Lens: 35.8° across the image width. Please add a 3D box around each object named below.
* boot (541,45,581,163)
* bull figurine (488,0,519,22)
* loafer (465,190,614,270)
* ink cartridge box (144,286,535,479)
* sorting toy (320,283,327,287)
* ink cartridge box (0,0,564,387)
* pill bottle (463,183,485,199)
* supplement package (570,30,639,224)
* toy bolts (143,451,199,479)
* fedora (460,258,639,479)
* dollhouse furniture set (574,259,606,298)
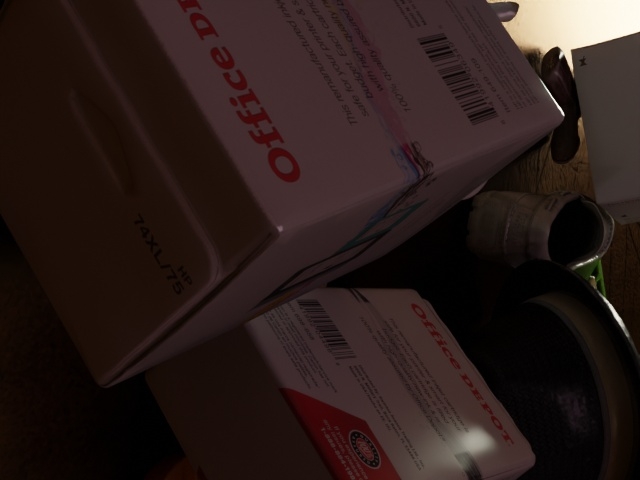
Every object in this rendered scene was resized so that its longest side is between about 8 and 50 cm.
[{"bbox_3d":[0.289,-0.165,1.205,0.114,0.037,0.106,52,46,-50],"label":"boot"},{"bbox_3d":[0.109,-0.298,0.857,0.188,0.101,0.310,35,76,-24],"label":"bull figurine"},{"bbox_3d":[0.291,-0.005,1.191,0.319,0.112,0.112,-3,102,-53],"label":"loafer"},{"bbox_3d":[0.026,0.144,0.797,0.114,0.197,0.273,-47,152,26],"label":"ink cartridge box"},{"bbox_3d":[0.000,0.000,0.886,0.062,0.012,0.083,55,47,-61],"label":"sorting toy"},{"bbox_3d":[-0.036,-0.075,0.599,0.270,0.197,0.198,-23,78,-45],"label":"ink cartridge box"},{"bbox_3d":[0.050,-0.089,0.798,0.094,0.169,0.094,-18,113,-49],"label":"pill bottle"},{"bbox_3d":[0.459,-0.151,1.189,0.145,0.262,0.204,20,61,-59],"label":"supplement package"},{"bbox_3d":[-0.049,0.292,0.769,0.218,0.159,0.228,54,51,-44],"label":"toy bolts"},{"bbox_3d":[0.205,0.189,1.050,0.153,0.334,0.334,-12,112,-19],"label":"fedora"},{"bbox_3d":[0.374,0.175,1.281,0.301,0.198,0.151,-52,138,-32],"label":"dollhouse furniture set"}]
